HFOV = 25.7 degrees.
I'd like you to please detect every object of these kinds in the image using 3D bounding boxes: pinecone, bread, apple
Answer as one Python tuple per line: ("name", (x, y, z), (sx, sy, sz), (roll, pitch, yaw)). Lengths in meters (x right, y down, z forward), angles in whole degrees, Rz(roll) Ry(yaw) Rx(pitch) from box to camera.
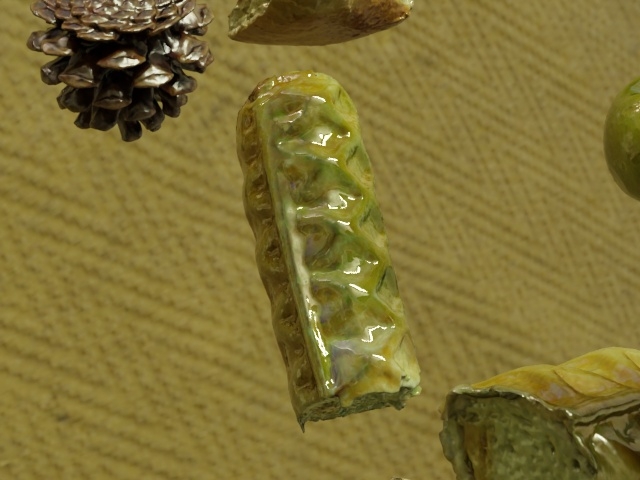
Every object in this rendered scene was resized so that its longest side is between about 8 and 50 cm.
("pinecone", (-0.210, -0.204, 1.510), (0.208, 0.208, 0.207), (14, 66, -33))
("bread", (0.001, 0.000, 1.024), (0.087, 0.098, 0.269), (-2, 70, -30))
("bread", (0.271, 0.215, 1.375), (0.252, 0.196, 0.238), (-15, 76, -45))
("bread", (-0.018, -0.184, 1.108), (0.154, 0.136, 0.054), (23, 57, -54))
("apple", (0.445, -0.133, 1.759), (0.196, 0.196, 0.157), (-43, 110, -39))

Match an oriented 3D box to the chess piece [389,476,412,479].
("chess piece", (0.073, 0.300, 1.249), (0.060, 0.060, 0.172), (18, 80, -31))
